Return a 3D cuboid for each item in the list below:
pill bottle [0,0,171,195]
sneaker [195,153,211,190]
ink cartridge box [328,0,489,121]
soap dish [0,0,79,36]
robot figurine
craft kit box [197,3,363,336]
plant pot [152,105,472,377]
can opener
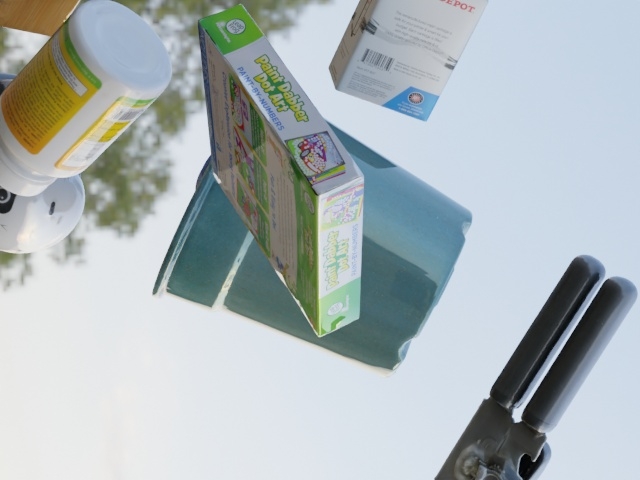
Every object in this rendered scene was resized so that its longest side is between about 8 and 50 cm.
[{"bbox_3d":[-0.301,-0.161,1.719,0.245,0.136,0.136,-39,-126,33],"label":"pill bottle"},{"bbox_3d":[-0.112,-0.118,2.252,0.232,0.081,0.090,-47,-148,23],"label":"sneaker"},{"bbox_3d":[0.121,-0.289,2.021,0.086,0.148,0.203,-105,-142,-59],"label":"ink cartridge box"},{"bbox_3d":[-0.298,-0.400,1.806,0.291,0.118,0.229,-36,-156,57],"label":"soap dish"},{"bbox_3d":[-0.436,-0.113,2.022,0.209,0.173,0.278,79,-12,-58],"label":"robot figurine"},{"bbox_3d":[-0.040,-0.066,1.444,0.247,0.061,0.250,59,-17,30],"label":"craft kit box"},{"bbox_3d":[0.000,0.000,1.918,0.341,0.334,0.341,-62,-179,2],"label":"plant pot"},{"bbox_3d":[0.210,0.148,1.385,0.076,0.095,0.283,36,-79,26],"label":"can opener"}]
